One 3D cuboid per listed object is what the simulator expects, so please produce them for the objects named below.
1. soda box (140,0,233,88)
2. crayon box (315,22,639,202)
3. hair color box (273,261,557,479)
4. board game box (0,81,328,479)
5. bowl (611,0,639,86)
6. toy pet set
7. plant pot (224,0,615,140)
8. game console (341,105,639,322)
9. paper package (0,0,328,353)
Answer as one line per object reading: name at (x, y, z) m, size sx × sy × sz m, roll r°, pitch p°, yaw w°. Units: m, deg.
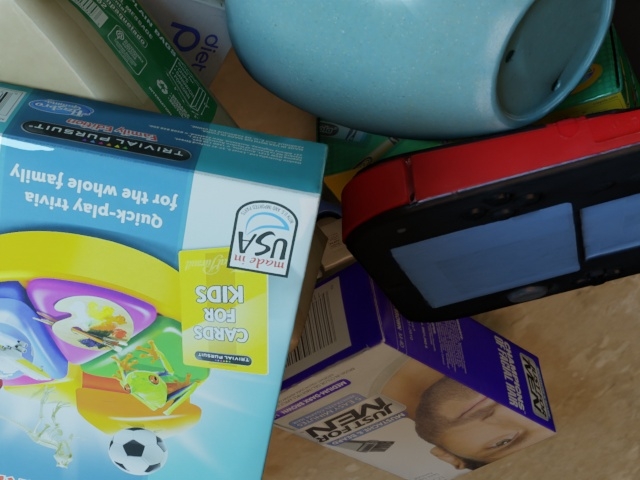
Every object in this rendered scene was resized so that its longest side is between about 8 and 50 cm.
soda box at (-0.174, -0.098, 1.020) m, size 0.098 × 0.091 × 0.286 m, roll 12°, pitch 124°, yaw -36°
crayon box at (0.155, -0.080, 1.147) m, size 0.278 × 0.081 × 0.165 m, roll -14°, pitch 144°, yaw 22°
hair color box at (0.087, 0.155, 1.365) m, size 0.185 × 0.110 × 0.339 m, roll -30°, pitch 143°, yaw 28°
board game box at (-0.150, 0.079, 0.812) m, size 0.253 × 0.079 × 0.336 m, roll 11°, pitch 118°, yaw -2°
bowl at (0.340, -0.253, 1.167) m, size 0.391 × 0.077 × 0.391 m, roll -16°, pitch 136°, yaw -16°
toy pet set at (0.000, 0.000, 1.254) m, size 0.122 × 0.065 × 0.114 m, roll -24°, pitch 173°, yaw -2°
plant pot at (0.102, -0.189, 0.946) m, size 0.290 × 0.195 × 0.290 m, roll -32°, pitch 144°, yaw -28°
game console at (0.209, -0.014, 1.070) m, size 0.342 × 0.060 × 0.386 m, roll -10°, pitch 164°, yaw 10°
paper package at (-0.206, -0.009, 0.908) m, size 0.309 × 0.168 × 0.325 m, roll -32°, pitch 111°, yaw 18°
